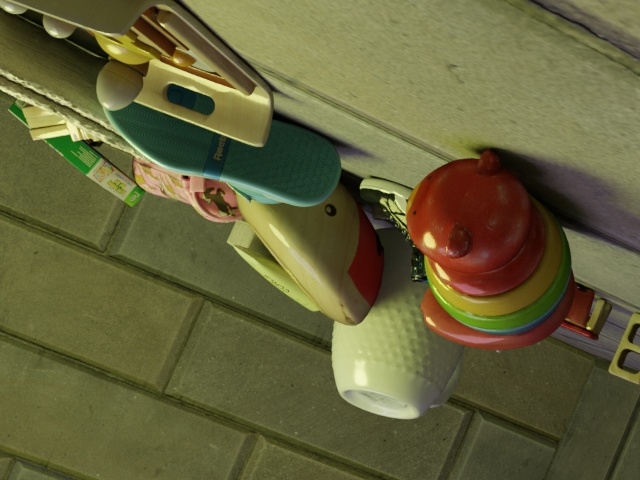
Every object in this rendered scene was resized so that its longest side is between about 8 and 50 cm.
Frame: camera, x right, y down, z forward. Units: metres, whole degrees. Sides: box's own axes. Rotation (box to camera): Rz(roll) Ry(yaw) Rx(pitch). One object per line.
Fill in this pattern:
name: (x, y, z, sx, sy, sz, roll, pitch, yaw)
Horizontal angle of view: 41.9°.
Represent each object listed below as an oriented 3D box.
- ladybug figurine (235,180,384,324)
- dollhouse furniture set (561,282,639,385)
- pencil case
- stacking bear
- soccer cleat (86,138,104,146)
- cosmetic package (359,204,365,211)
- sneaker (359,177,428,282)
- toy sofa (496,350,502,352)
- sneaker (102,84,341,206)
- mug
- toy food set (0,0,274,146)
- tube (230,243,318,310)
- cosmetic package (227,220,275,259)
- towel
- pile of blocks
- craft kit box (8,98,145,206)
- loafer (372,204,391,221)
ladybug figurine: (0.000, 0.000, 1.491, 0.305, 0.162, 0.449, 48, 175, 19)
dollhouse furniture set: (0.539, 0.197, 1.434, 0.374, 0.152, 0.201, 22, 177, 33)
pencil case: (-0.271, -0.142, 1.759, 0.386, 0.160, 0.167, 21, 143, 58)
stacking bear: (0.172, 0.007, 0.864, 0.164, 0.175, 0.289, 25, 171, 27)
soccer cleat: (-0.513, -0.276, 1.803, 0.116, 0.108, 0.318, 29, 178, -25)
cosmetic package: (-0.022, -0.044, 1.830, 0.153, 0.129, 0.296, 23, 178, -9)
sneaker: (0.134, -0.006, 1.216, 0.217, 0.121, 0.079, 23, 177, 25)
toy sofa: (0.305, 0.095, 1.959, 0.363, 0.177, 0.150, 23, -158, 2)
sneaker: (-0.141, -0.128, 1.139, 0.319, 0.127, 0.208, 25, 176, -10)
mug: (0.190, 0.206, 1.740, 0.276, 0.328, 0.374, -3, 148, 40)
toy food set: (-0.200, -0.183, 0.838, 0.220, 0.092, 0.306, 23, 178, 21)
tube: (-0.079, 0.072, 1.687, 0.070, 0.062, 0.240, -21, 141, 32)
cosmetic package: (-0.073, 0.033, 1.776, 0.239, 0.060, 0.099, 27, 178, -33)
towel: (-0.341, -0.217, 1.143, 0.282, 0.049, 0.187, 26, -157, -26)
pile of blocks: (-0.377, -0.245, 1.430, 0.362, 0.149, 0.112, 10, 126, 40)
craft kit box: (-0.531, -0.196, 1.842, 0.250, 0.061, 0.246, 38, 179, 16)
loafer: (0.150, -0.032, 1.362, 0.148, 0.050, 0.056, 23, 178, 7)
